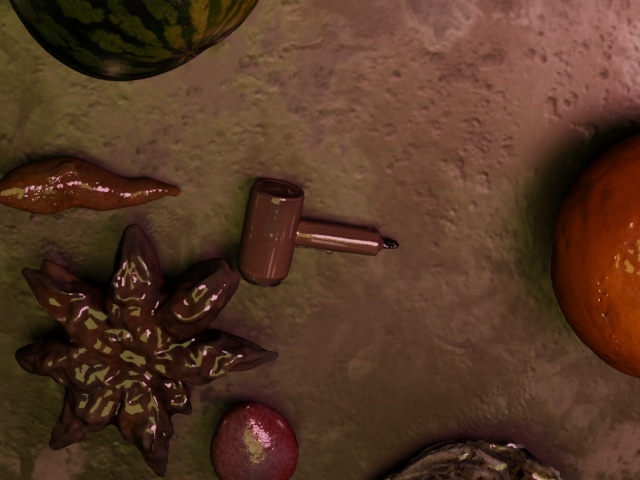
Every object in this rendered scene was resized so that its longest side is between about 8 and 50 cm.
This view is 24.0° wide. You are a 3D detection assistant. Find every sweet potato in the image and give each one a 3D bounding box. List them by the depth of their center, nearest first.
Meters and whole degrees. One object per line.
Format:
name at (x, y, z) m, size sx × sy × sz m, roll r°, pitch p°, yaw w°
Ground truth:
sweet potato at (-0.272, -0.064, 1.700) m, size 0.226 × 0.068 × 0.068 m, roll -3°, pitch 111°, yaw -19°

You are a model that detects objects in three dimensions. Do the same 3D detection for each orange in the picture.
orange at (0.388, 0.014, 1.639) m, size 0.284 × 0.226 × 0.284 m, roll -2°, pitch 109°, yaw -5°

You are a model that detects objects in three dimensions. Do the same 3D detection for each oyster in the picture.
oyster at (0.185, 0.328, 1.792) m, size 0.198 × 0.267 × 0.112 m, roll -50°, pitch 145°, yaw -20°

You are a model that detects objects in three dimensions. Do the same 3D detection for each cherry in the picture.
cherry at (-0.076, 0.287, 1.816) m, size 0.107 × 0.090 × 0.225 m, roll -11°, pitch 119°, yaw -9°

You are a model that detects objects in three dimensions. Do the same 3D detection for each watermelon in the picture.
watermelon at (-0.183, -0.304, 1.492) m, size 0.285 × 0.285 × 0.285 m, roll 0°, pitch 110°, yaw 0°

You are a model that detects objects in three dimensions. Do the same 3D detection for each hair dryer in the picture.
hair dryer at (0.000, 0.000, 1.723) m, size 0.181 × 0.064 × 0.117 m, roll 8°, pitch 111°, yaw -9°

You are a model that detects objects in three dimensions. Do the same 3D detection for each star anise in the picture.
star anise at (-0.207, 0.133, 1.743) m, size 0.315 × 0.108 × 0.315 m, roll 0°, pitch 103°, yaw 1°
